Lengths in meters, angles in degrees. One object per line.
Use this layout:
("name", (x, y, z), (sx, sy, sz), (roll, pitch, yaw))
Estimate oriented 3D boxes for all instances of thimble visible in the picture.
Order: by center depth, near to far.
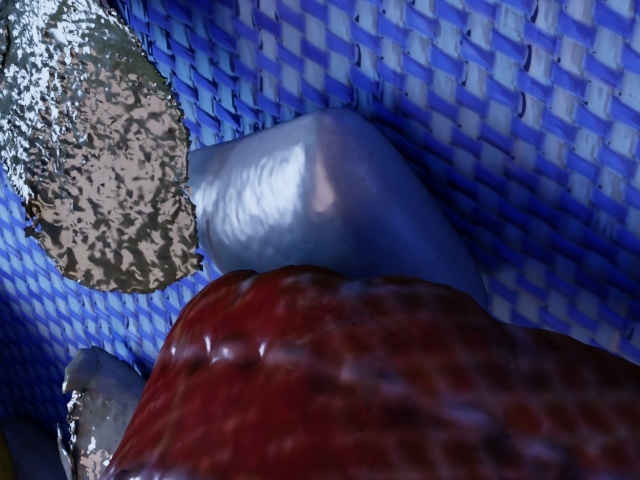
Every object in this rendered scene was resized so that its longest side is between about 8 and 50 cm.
("thimble", (0.040, 0.179, 0.850), (0.350, 0.230, 0.350), (22, 161, 8))

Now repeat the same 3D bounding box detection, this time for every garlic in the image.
("garlic", (-0.250, 0.223, 1.535), (0.196, 0.087, 0.101), (35, 165, 16))

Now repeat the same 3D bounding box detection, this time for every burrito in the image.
("burrito", (-0.060, 0.233, 1.272), (0.348, 0.107, 0.175), (34, 137, 16))

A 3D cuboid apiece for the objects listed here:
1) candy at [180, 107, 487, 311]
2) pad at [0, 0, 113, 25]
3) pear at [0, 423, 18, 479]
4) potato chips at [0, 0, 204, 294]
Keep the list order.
("candy", (0.000, 0.000, 0.901), (0.138, 0.071, 0.174), (53, 152, -14))
("pad", (-0.188, -0.154, 1.022), (0.202, 0.005, 0.299), (15, 140, 44))
("pear", (-0.400, 0.191, 1.455), (0.340, 0.191, 0.386), (28, 132, 48))
("potato chips", (-0.128, -0.081, 0.911), (0.167, 0.059, 0.228), (-37, 80, 49))
